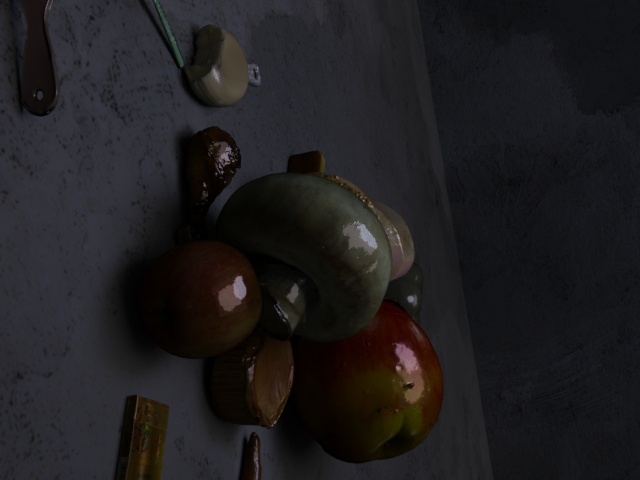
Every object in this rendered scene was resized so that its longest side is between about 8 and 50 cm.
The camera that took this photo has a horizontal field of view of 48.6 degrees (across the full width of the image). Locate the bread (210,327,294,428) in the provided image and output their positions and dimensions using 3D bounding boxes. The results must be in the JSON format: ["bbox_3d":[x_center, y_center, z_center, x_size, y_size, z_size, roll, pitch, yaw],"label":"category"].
[{"bbox_3d":[-0.132,0.254,1.349,0.199,0.104,0.199,-3,90,-68],"label":"bread"}]

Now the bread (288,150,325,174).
[{"bbox_3d":[-0.039,-0.108,1.704,0.049,0.088,0.226,53,37,-55],"label":"bread"}]

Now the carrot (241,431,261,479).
[{"bbox_3d":[-0.131,0.465,1.355,0.047,0.047,0.191,50,38,-52],"label":"carrot"}]

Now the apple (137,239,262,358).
[{"bbox_3d":[-0.193,0.095,1.137,0.173,0.188,0.188,-24,106,-50],"label":"apple"}]

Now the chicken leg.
[{"bbox_3d":[-0.214,-0.094,1.303,0.107,0.087,0.252,32,58,-39],"label":"chicken leg"}]

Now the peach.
[{"bbox_3d":[0.101,0.306,1.601,0.370,0.369,0.370,-8,90,-67],"label":"peach"}]

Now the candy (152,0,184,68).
[{"bbox_3d":[-0.298,-0.444,1.225,0.093,0.092,0.336,53,-14,47],"label":"candy"}]

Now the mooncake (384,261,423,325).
[{"bbox_3d":[0.244,0.192,2.164,0.275,0.135,0.275,2,90,-83],"label":"mooncake"}]

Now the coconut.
[{"bbox_3d":[0.111,0.014,1.840,0.259,0.259,0.260,-8,90,-67],"label":"coconut"}]

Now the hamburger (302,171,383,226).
[{"bbox_3d":[0.000,0.000,1.509,0.170,0.301,0.302,-54,133,-74],"label":"hamburger"}]

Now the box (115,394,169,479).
[{"bbox_3d":[-0.273,0.323,1.090,0.089,0.022,0.157,46,42,-56],"label":"box"}]

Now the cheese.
[{"bbox_3d":[-0.184,-0.331,1.448,0.249,0.070,0.164,30,55,-63],"label":"cheese"}]

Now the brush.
[{"bbox_3d":[-0.384,-0.324,0.982,0.067,0.071,0.313,15,70,-80],"label":"brush"}]

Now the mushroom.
[{"bbox_3d":[-0.037,0.035,1.274,0.260,0.352,0.352,-49,132,-30],"label":"mushroom"}]
